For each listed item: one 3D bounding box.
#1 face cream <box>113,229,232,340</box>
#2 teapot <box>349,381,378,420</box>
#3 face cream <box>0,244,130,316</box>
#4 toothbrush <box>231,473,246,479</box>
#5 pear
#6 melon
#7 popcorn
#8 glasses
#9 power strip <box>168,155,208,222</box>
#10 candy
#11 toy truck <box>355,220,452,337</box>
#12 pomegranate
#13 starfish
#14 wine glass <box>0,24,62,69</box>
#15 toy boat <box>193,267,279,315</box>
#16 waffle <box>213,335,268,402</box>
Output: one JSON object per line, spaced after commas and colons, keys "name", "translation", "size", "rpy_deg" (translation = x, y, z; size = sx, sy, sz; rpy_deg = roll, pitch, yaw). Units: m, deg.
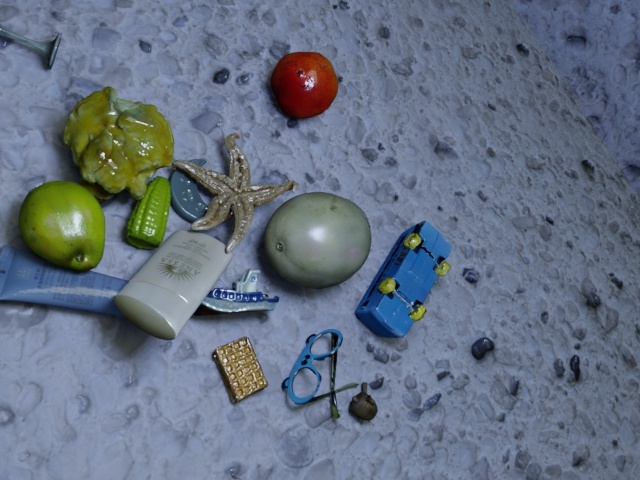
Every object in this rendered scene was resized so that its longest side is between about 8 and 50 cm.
{"name": "face cream", "translation": [-0.349, 0.095, 1.489], "size": [0.173, 0.081, 0.348], "rpy_deg": [21, 32, 4]}
{"name": "teapot", "translation": [0.130, 0.446, 1.749], "size": [0.080, 0.085, 0.110], "rpy_deg": [44, 35, -14]}
{"name": "face cream", "translation": [-0.551, 0.115, 1.452], "size": [0.385, 0.086, 0.136], "rpy_deg": [16, 54, -22]}
{"name": "toothbrush", "translation": [-0.178, 0.599, 1.538], "size": [0.097, 0.008, 0.006], "rpy_deg": [33, 71, -18]}
{"name": "pear", "translation": [-0.582, -0.028, 1.423], "size": [0.187, 0.187, 0.220], "rpy_deg": [-14, 70, -35]}
{"name": "melon", "translation": [0.000, 0.000, 1.724], "size": [0.330, 0.268, 0.268], "rpy_deg": [-11, 77, -51]}
{"name": "popcorn", "translation": [-0.488, -0.229, 1.536], "size": [0.276, 0.225, 0.276], "rpy_deg": [-3, 74, 12]}
{"name": "glasses", "translation": [0.030, 0.372, 1.696], "size": [0.207, 0.102, 0.239], "rpy_deg": [37, 56, -14]}
{"name": "power strip", "translation": [-0.351, -0.141, 1.696], "size": [0.137, 0.044, 0.216], "rpy_deg": [-16, 81, -34]}
{"name": "candy", "translation": [-0.431, -0.078, 1.595], "size": [0.096, 0.097, 0.209], "rpy_deg": [23, 56, -23]}
{"name": "toy truck", "translation": [0.259, 0.122, 1.899], "size": [0.161, 0.162, 0.385], "rpy_deg": [41, 57, -12]}
{"name": "pomegranate", "translation": [-0.046, -0.485, 1.922], "size": [0.210, 0.210, 0.235], "rpy_deg": [46, 30, -9]}
{"name": "starfish", "translation": [-0.223, -0.137, 1.682], "size": [0.327, 0.094, 0.375], "rpy_deg": [-7, 64, -15]}
{"name": "wine glass", "translation": [-0.817, -0.448, 1.496], "size": [0.309, 0.096, 0.264], "rpy_deg": [17, 64, -25]}
{"name": "toy boat", "translation": [-0.231, 0.132, 1.616], "size": [0.262, 0.114, 0.115], "rpy_deg": [-2, 84, -24]}
{"name": "waffle", "translation": [-0.208, 0.331, 1.602], "size": [0.102, 0.042, 0.148], "rpy_deg": [-20, 83, -34]}
